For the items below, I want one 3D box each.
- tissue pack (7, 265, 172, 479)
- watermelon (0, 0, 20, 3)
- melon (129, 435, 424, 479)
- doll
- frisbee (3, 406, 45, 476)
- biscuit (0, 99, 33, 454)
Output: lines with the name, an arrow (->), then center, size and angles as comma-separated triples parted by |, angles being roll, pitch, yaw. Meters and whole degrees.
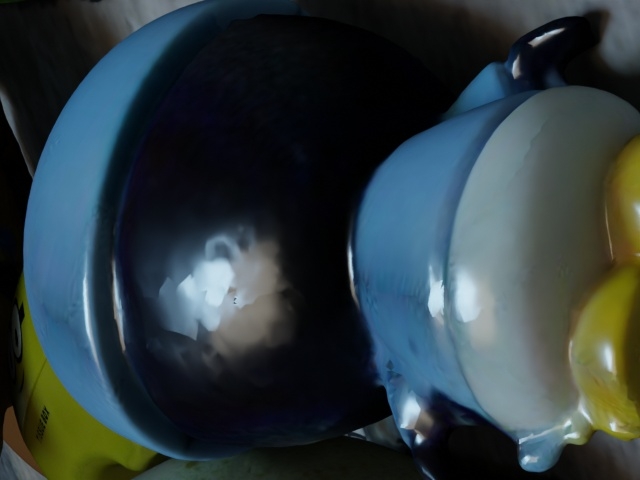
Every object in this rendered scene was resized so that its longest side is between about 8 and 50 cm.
tissue pack -> -0.079, 0.051, 0.840 | 0.127, 0.123, 0.178 | 61, 156, 16
watermelon -> -0.168, -0.188, 0.766 | 0.232, 0.127, 0.204 | 15, 129, 48
melon -> -0.008, 0.236, 0.752 | 0.268, 0.268, 0.330 | 37, 151, 36
doll -> 0.000, 0.000, 0.651 | 0.314, 0.141, 0.177 | 8, 80, 44
frisbee -> -0.202, 0.051, 1.144 | 0.251, 0.021, 0.251 | 39, 146, 33
biscuit -> -0.186, 0.003, 0.883 | 0.278, 0.043, 0.301 | 64, -163, -49
